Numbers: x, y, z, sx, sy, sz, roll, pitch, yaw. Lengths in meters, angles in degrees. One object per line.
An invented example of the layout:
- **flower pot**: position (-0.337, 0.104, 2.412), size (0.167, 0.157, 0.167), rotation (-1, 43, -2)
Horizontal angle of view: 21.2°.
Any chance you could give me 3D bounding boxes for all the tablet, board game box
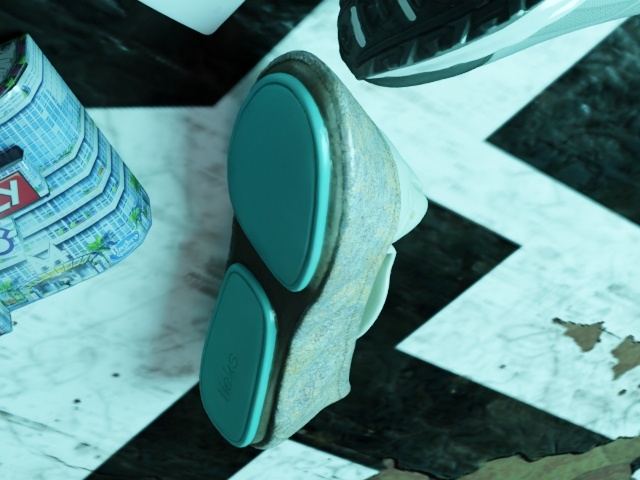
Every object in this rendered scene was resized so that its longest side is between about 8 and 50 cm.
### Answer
- **tablet**: position (-0.049, -0.138, 0.843), size (0.054, 0.006, 0.083), rotation (24, 126, -38)
- **board game box**: position (-0.212, -0.021, 0.886), size (0.194, 0.060, 0.194), rotation (-23, 141, 9)

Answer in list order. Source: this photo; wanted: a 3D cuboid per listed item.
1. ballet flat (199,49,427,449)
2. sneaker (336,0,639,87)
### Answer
- **ballet flat**: position (0.000, 0.000, 0.967), size (0.106, 0.108, 0.316), rotation (-20, 151, -27)
- **sneaker**: position (0.136, -0.139, 0.832), size (0.271, 0.100, 0.108), rotation (-24, 145, 11)
